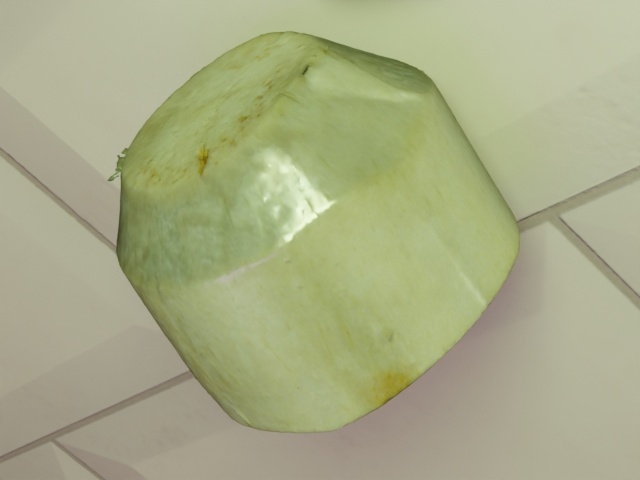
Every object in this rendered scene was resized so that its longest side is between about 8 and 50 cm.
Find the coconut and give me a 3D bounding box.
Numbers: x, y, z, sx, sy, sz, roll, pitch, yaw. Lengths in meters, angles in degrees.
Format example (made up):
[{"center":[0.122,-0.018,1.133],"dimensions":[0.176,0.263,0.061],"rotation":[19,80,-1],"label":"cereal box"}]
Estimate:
[{"center":[0.000,0.000,1.059],"dimensions":[0.323,0.323,0.323],"rotation":[18,142,15],"label":"coconut"}]
